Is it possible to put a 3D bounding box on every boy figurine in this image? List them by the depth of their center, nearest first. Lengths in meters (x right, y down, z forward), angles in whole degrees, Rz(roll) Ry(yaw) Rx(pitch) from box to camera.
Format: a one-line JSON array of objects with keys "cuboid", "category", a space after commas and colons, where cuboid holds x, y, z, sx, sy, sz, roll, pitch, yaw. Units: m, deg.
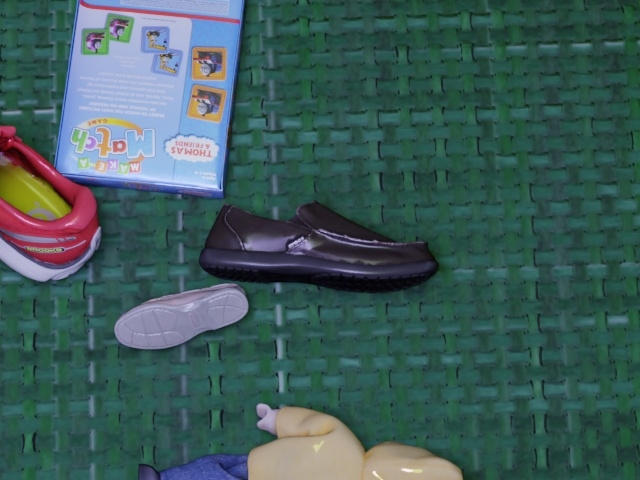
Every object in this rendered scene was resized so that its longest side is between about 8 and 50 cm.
[{"cuboid": [-0.018, 0.222, 1.653, 0.285, 0.092, 0.177, -10, 58, -5], "category": "boy figurine"}]

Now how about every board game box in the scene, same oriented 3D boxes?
[{"cuboid": [-0.158, -0.152, 1.762, 0.160, 0.039, 0.211, 6, 77, 2], "category": "board game box"}]

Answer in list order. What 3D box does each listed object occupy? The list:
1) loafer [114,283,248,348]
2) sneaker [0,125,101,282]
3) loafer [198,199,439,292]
[{"cuboid": [-0.128, 0.068, 1.719, 0.125, 0.039, 0.045, -14, 111, 0], "category": "loafer"}, {"cuboid": [-0.316, -0.077, 1.694, 0.279, 0.118, 0.107, 30, 56, 0], "category": "sneaker"}, {"cuboid": [0.000, 0.000, 1.706, 0.220, 0.080, 0.078, 5, 78, 2], "category": "loafer"}]
